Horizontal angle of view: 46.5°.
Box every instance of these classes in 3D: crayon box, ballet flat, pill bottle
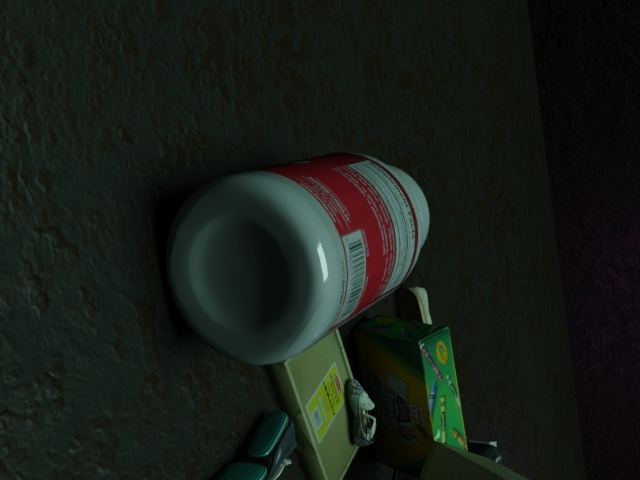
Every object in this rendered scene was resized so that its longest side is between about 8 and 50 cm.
[{"bbox_3d":[0.162,0.282,1.331,0.081,0.165,0.278,-21,107,-37],"label":"crayon box"},{"bbox_3d":[0.073,0.286,1.237,0.041,0.041,0.114,-15,100,-60],"label":"ballet flat"},{"bbox_3d":[-0.086,0.314,0.998,0.203,0.074,0.074,-47,127,-55],"label":"ballet flat"},{"bbox_3d":[0.000,0.000,1.019,0.407,0.229,0.229,-22,106,-60],"label":"pill bottle"}]

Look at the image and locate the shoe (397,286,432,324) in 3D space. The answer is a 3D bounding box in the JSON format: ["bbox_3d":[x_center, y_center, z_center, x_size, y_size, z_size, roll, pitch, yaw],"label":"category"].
[{"bbox_3d":[0.206,0.201,1.525,0.058,0.076,0.219,-13,96,-56],"label":"shoe"}]

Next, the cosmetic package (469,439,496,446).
[{"bbox_3d":[0.354,0.586,1.728,0.060,0.099,0.239,24,67,-58],"label":"cosmetic package"}]

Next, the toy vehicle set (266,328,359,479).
[{"bbox_3d":[0.001,0.253,1.192,0.166,0.035,0.267,-49,129,-52],"label":"toy vehicle set"}]

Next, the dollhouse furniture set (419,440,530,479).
[{"bbox_3d":[0.243,0.561,1.167,0.362,0.256,0.394,27,83,-38],"label":"dollhouse furniture set"}]

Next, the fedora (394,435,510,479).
[{"bbox_3d":[0.294,0.522,1.484,0.334,0.152,0.334,21,58,-37],"label":"fedora"}]
